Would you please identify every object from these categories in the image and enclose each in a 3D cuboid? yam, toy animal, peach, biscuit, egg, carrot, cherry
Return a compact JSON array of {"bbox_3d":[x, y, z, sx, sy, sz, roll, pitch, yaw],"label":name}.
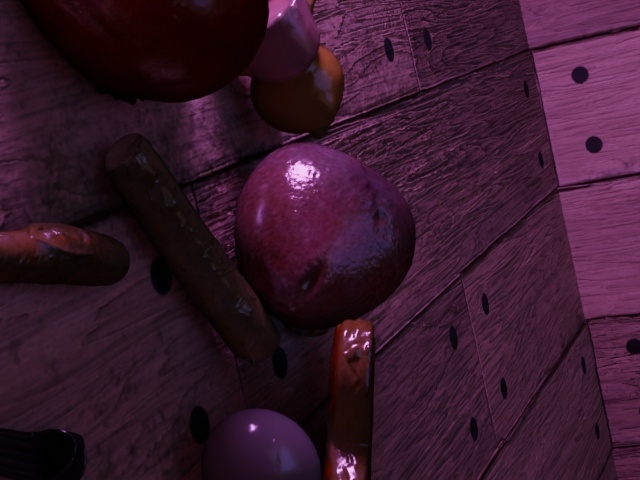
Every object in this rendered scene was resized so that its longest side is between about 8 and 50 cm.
[{"bbox_3d":[-0.158,0.019,1.537,0.371,0.083,0.083,59,32,-35],"label":"yam"},{"bbox_3d":[-0.053,-0.265,1.762,0.195,0.169,0.281,-39,134,-13],"label":"toy animal"},{"bbox_3d":[-0.193,-0.309,1.413,0.362,0.201,0.257,28,61,-53],"label":"peach"},{"bbox_3d":[0.035,0.306,1.711,0.394,0.076,0.368,72,22,-81],"label":"biscuit"},{"bbox_3d":[-0.072,0.297,1.540,0.198,0.146,0.146,69,26,-43],"label":"egg"},{"bbox_3d":[-0.308,0.015,1.237,0.342,0.070,0.070,3,79,-63],"label":"carrot"},{"bbox_3d":[0.000,0.000,1.696,0.261,0.221,0.307,32,47,-9],"label":"cherry"}]

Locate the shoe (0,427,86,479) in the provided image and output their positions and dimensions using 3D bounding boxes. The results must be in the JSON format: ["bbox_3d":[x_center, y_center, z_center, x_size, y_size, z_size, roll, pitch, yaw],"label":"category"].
[{"bbox_3d":[-0.279,0.222,1.243,0.159,0.053,0.062,26,55,-57],"label":"shoe"}]

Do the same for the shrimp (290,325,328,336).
[{"bbox_3d":[0.006,0.038,1.904,0.154,0.062,0.294,65,30,-17],"label":"shrimp"}]
